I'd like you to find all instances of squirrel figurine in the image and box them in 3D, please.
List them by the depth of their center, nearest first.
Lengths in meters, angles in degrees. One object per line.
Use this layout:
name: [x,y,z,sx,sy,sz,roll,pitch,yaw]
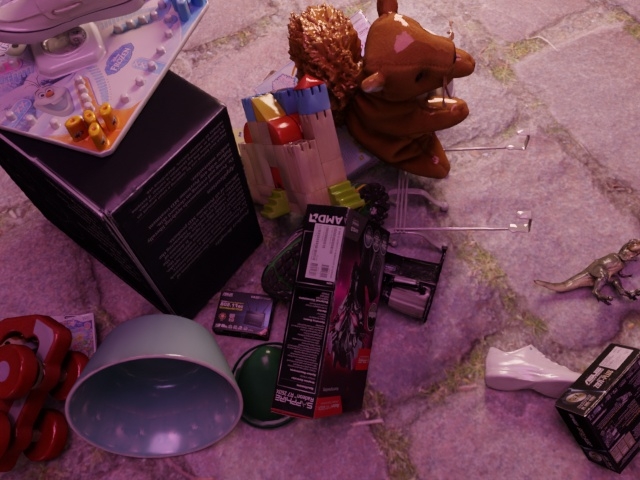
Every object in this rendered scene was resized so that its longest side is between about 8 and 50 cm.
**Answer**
squirrel figurine: [0.105,-0.321,1.238,0.396,0.370,0.281,14,88,13]

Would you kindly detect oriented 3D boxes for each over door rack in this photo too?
over door rack: [0.312,-0.104,1.398,0.324,0.108,0.240,-6,59,24]

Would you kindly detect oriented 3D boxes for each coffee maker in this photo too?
coffee maker: [0.162,0.076,1.334,0.178,0.120,0.171,16,41,11]

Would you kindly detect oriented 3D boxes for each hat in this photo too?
hat: [-0.107,0.242,1.206,0.172,0.184,0.209,2,61,5]

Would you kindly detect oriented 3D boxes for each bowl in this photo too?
bowl: [-0.303,0.256,1.173,0.311,0.312,0.163,-9,42,-1]

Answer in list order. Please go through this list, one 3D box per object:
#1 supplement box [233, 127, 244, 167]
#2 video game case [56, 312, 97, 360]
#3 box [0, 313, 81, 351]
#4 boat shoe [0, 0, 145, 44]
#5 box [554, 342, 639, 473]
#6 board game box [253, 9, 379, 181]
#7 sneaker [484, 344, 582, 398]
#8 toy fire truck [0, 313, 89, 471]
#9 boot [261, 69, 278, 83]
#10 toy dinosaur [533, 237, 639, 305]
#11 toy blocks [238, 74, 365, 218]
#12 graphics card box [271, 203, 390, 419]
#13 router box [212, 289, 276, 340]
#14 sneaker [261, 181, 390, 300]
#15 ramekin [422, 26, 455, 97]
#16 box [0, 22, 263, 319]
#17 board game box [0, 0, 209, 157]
supplement box: [-0.183,-0.229,1.541,0.083,0.056,0.083,-2,61,2]
video game case: [-0.512,0.217,1.300,0.087,0.011,0.122,-13,62,-4]
box: [-0.618,0.221,1.332,0.206,0.036,0.114,-2,61,2]
boat shoe: [-0.432,-0.408,1.044,0.267,0.088,0.096,-15,60,-6]
box: [0.547,0.306,1.152,0.180,0.077,0.147,-40,105,-16]
board game box: [0.055,-0.322,1.475,0.318,0.066,0.319,-34,78,8]
sneaker: [0.436,0.252,1.235,0.212,0.080,0.094,8,50,9]
toy fire truck: [-0.608,0.280,1.205,0.253,0.169,0.302,21,87,30]
boot: [-0.099,-0.404,1.645,0.118,0.042,0.087,10,69,10]
toy dinosaur: [0.603,0.082,1.323,0.268,0.064,0.118,-22,48,-8]
toy blocks: [-0.075,-0.202,1.307,0.190,0.261,0.381,-22,19,-25]
graphics card box: [0.028,0.135,1.160,0.094,0.233,0.371,6,81,26]
router box: [-0.162,0.160,1.337,0.122,0.038,0.092,6,61,7]
sneaker: [0.000,0.000,1.379,0.343,0.134,0.146,-42,29,-19]
ramekin: [0.214,-0.428,1.586,0.272,0.127,0.273,-1,62,2]
box: [-0.410,-0.140,1.269,0.479,0.472,0.297,34,67,20]
board game box: [-0.451,-0.352,1.093,0.389,0.050,0.390,16,62,12]
